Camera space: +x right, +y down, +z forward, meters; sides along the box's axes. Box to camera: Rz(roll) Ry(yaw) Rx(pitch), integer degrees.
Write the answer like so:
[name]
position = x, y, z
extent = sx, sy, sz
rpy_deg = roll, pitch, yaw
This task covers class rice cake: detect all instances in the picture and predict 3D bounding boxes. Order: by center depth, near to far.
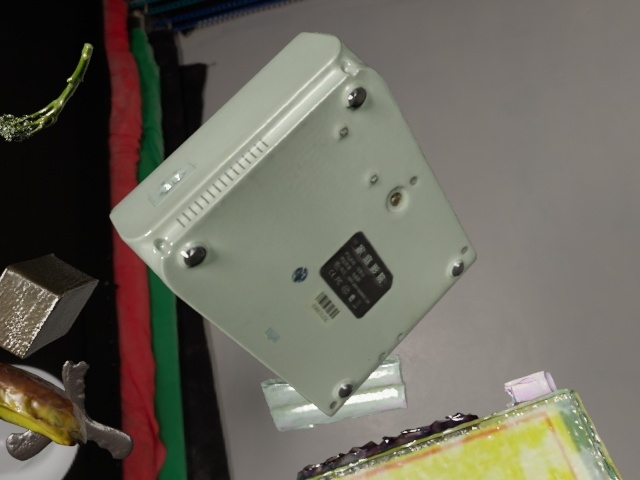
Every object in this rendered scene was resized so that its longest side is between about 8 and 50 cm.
[rice cake]
position = 0.021, 0.229, 0.767
extent = 0.040, 0.226, 0.085
rpy_deg = -50, -58, -70

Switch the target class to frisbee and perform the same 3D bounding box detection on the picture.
[frisbee]
position = -0.436, 0.300, 0.899
extent = 0.012, 0.210, 0.188
rpy_deg = -152, 62, -78

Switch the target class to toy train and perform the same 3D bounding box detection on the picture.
[toy train]
position = 0.101, 0.216, 0.346
extent = 0.134, 0.260, 0.178
rpy_deg = 50, -161, -53

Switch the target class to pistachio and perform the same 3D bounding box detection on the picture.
[pistachio]
position = -0.309, 0.153, 0.520
extent = 0.173, 0.089, 0.049
rpy_deg = 38, -130, -19

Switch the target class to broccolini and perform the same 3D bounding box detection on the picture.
[broccolini]
position = -0.385, -0.207, 0.741
extent = 0.054, 0.194, 0.052
rpy_deg = 52, -172, 23

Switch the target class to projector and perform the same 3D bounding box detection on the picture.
[projector]
position = 0.000, 0.000, 0.414
extent = 0.108, 0.198, 0.250
rpy_deg = 35, 167, 52

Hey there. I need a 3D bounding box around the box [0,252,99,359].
[box]
position = -0.688, 0.150, 1.268
extent = 0.184, 0.143, 0.273
rpy_deg = -57, 8, 0
